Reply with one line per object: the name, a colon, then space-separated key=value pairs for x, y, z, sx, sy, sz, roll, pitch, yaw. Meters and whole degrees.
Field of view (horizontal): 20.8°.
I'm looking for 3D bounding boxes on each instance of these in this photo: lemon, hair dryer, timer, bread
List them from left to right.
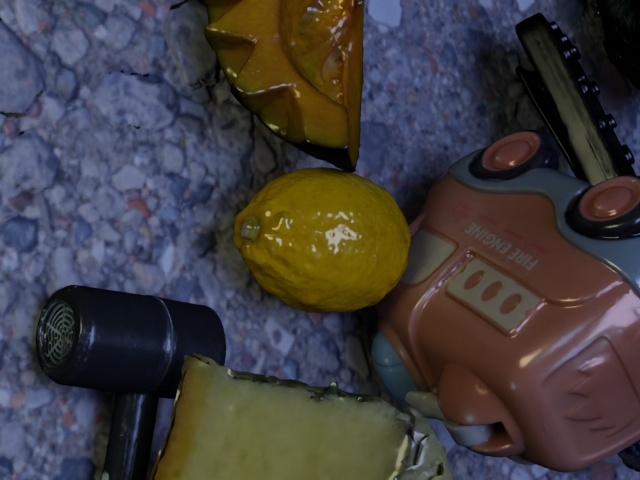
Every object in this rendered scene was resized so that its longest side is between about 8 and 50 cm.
hair dryer: x=-0.146 y=0.145 z=1.236 sx=0.124 sy=0.071 sz=0.219 roll=9 pitch=89 yaw=-37
bread: x=-0.068 y=0.258 z=1.130 sx=0.315 sy=0.248 sz=0.279 roll=-40 pitch=130 yaw=-45
lemon: x=0.000 y=0.000 z=1.329 sx=0.155 sy=0.114 sz=0.114 roll=11 pitch=79 yaw=-37
timer: x=0.224 y=-0.094 z=1.503 sx=0.187 sy=0.055 sz=0.144 roll=67 pitch=15 yaw=19

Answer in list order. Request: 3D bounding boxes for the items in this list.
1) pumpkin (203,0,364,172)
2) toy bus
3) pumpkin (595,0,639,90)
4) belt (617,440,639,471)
pumpkin: x=-0.028 y=-0.163 z=1.348 sx=0.130 sy=0.149 sz=0.254 roll=2 pitch=71 yaw=2
toy bus: x=0.165 y=0.065 z=1.372 sx=0.232 sy=0.287 sz=0.194 roll=-40 pitch=124 yaw=-13
pumpkin: x=0.349 y=-0.228 z=1.568 sx=0.163 sy=0.233 sz=0.233 roll=9 pitch=80 yaw=-20
belt: x=0.342 y=0.081 z=1.545 sx=0.257 sy=0.207 sz=0.150 roll=-45 pitch=116 yaw=-24
